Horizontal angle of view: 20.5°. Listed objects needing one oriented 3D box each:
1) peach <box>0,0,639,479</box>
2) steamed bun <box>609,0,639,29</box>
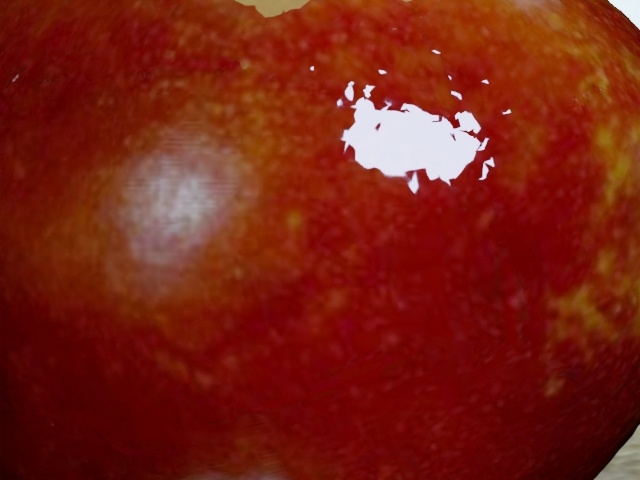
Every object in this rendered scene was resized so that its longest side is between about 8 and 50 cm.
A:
[{"bbox_3d":[0.000,0.000,0.503,0.243,0.200,0.243,8,0,0],"label":"peach"},{"bbox_3d":[0.158,-0.137,1.019,0.273,0.272,0.290,-2,14,6],"label":"steamed bun"}]
